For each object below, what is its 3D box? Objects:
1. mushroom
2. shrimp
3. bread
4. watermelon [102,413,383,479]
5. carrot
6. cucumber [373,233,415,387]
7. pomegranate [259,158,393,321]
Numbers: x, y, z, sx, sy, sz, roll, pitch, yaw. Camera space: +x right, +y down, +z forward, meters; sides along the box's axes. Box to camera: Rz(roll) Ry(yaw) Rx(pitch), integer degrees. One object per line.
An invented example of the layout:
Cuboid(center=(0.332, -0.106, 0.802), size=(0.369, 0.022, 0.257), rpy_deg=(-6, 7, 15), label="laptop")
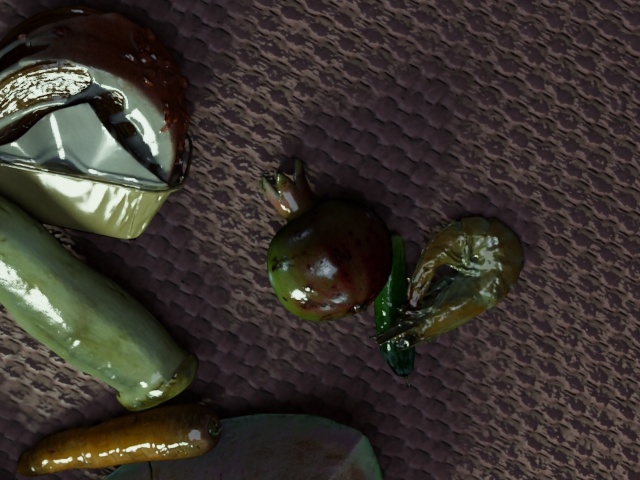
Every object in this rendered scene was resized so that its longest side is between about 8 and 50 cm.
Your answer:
Cuboid(center=(-0.251, 0.059, 1.746), size=(0.107, 0.087, 0.333), rpy_deg=(-23, 132, 33), label="mushroom")
Cuboid(center=(0.124, 0.047, 1.778), size=(0.180, 0.041, 0.099), rpy_deg=(-37, 114, -5), label="shrimp")
Cuboid(center=(-0.229, -0.115, 1.689), size=(0.224, 0.142, 0.212), rpy_deg=(12, 127, -5), label="bread")
Cuboid(center=(-0.097, 0.347, 1.848), size=(0.292, 0.319, 0.222), rpy_deg=(7, 145, 41), label="watermelon")
Cuboid(center=(-0.213, 0.209, 1.850), size=(0.247, 0.059, 0.059), rpy_deg=(-12, 113, 22), label="carrot")
Cuboid(center=(0.073, 0.073, 1.811), size=(0.039, 0.039, 0.168), rpy_deg=(-5, 110, 3), label="cucumber")
Cuboid(center=(0.007, -0.001, 1.743), size=(0.129, 0.129, 0.159), rpy_deg=(-6, 86, 3), label="pomegranate")
